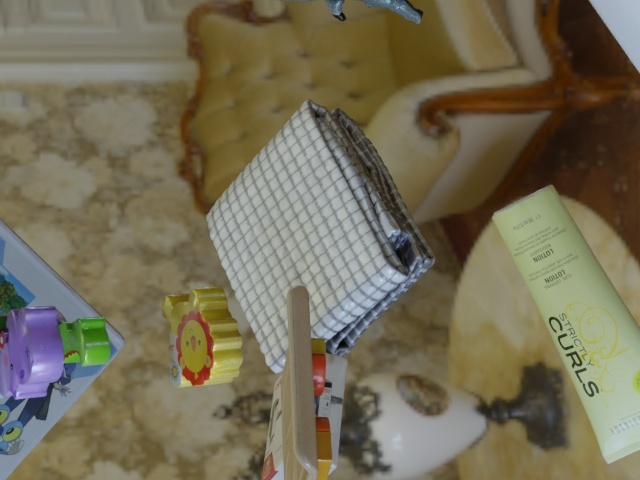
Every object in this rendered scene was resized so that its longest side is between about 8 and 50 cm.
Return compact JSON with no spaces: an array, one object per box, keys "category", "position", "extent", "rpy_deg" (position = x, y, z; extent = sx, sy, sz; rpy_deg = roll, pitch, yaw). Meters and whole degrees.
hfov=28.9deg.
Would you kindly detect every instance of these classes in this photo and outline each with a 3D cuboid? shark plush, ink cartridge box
[{"category":"shark plush","position":[0.022,-0.250,1.228],"extent":[0.073,0.161,0.067],"rpy_deg":[-100,26,-57]},{"category":"ink cartridge box","position":[-0.018,0.201,1.368],"extent":[0.099,0.056,0.135],"rpy_deg":[125,158,-50]}]

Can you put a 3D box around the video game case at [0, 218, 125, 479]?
[{"category":"video game case","position":[-0.341,0.063,0.804],"extent":[0.329,0.300,0.036],"rpy_deg":[46,156,-12]}]

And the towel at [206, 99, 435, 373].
[{"category":"towel","position":[0.000,0.000,1.574],"extent":[0.235,0.121,0.283],"rpy_deg":[-44,56,25]}]

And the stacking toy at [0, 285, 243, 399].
[{"category":"stacking toy","position":[-0.163,0.064,0.635],"extent":[0.221,0.167,0.052],"rpy_deg":[-14,80,57]}]

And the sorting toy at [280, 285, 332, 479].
[{"category":"sorting toy","position":[-0.015,0.175,1.190],"extent":[0.208,0.038,0.193],"rpy_deg":[95,173,-53]}]

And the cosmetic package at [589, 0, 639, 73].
[{"category":"cosmetic package","position":[0.216,-0.304,0.743],"extent":[0.156,0.217,0.385],"rpy_deg":[-23,29,34]}]

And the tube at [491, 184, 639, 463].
[{"category":"tube","position":[0.231,0.069,1.069],"extent":[0.240,0.062,0.070],"rpy_deg":[62,154,2]}]
